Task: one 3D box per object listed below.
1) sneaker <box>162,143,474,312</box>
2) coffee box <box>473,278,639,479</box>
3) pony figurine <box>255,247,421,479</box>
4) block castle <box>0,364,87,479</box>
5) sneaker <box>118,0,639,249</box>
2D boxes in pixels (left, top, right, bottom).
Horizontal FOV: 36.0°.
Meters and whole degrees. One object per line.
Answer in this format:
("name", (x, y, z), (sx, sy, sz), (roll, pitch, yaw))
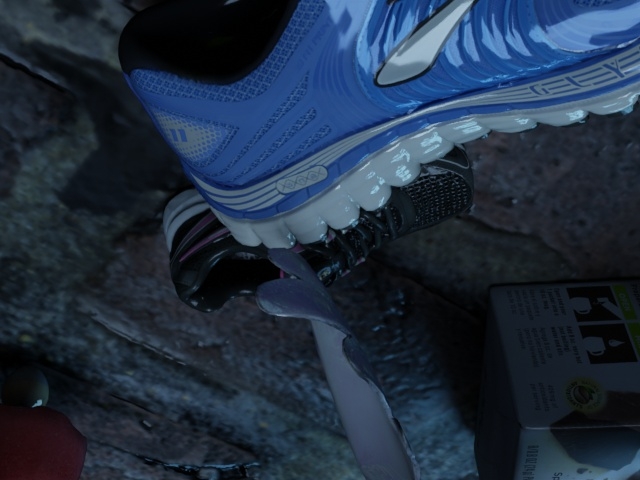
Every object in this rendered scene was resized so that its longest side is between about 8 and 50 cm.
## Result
("sneaker", (0.000, 0.000, 0.536), (0.178, 0.077, 0.072), (-18, 131, 12))
("coffee box", (0.257, 0.118, 0.625), (0.297, 0.118, 0.168), (-4, 131, 1))
("pony figurine", (0.091, 0.202, 0.472), (0.364, 0.302, 0.351), (-2, 139, 4))
("block castle", (-0.386, 0.101, 0.522), (0.453, 0.212, 0.303), (-6, 135, 5))
("sneaker", (0.053, -0.117, 0.402), (0.330, 0.129, 0.147), (-28, 129, 21))
